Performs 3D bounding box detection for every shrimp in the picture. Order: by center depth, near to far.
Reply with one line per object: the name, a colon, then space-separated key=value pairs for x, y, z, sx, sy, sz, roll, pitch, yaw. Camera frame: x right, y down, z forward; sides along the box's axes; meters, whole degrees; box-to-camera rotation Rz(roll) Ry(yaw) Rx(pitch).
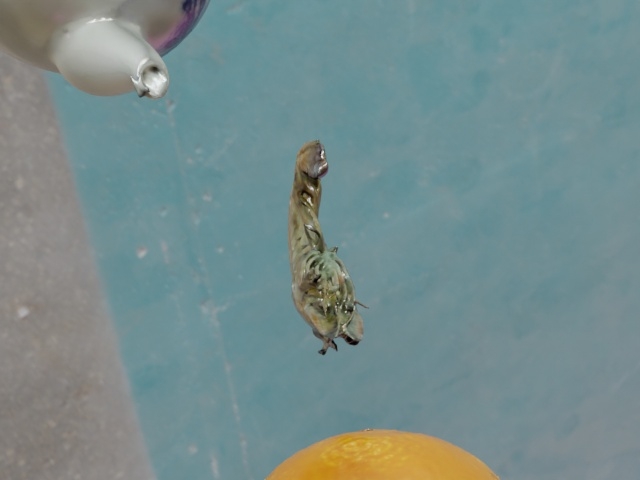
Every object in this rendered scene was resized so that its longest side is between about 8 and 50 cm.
shrimp: x=0.000 y=0.000 z=1.045 sx=0.058 sy=0.296 sz=0.169 roll=-4 pitch=103 yaw=-8

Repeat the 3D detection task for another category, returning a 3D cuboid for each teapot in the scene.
teapot: x=-0.193 y=-0.285 z=1.038 sx=0.252 sy=0.423 sz=0.280 roll=11 pitch=150 yaw=-40

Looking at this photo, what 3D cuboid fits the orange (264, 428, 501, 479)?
orange: x=0.046 y=0.258 z=0.849 sx=0.246 sy=0.246 sz=0.246 roll=-20 pitch=128 yaw=-27
